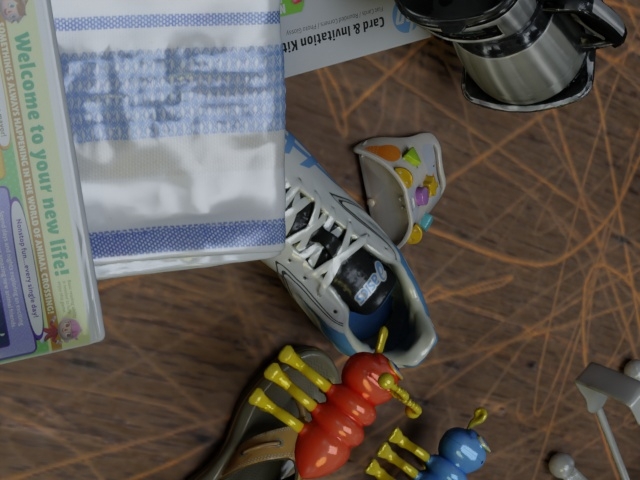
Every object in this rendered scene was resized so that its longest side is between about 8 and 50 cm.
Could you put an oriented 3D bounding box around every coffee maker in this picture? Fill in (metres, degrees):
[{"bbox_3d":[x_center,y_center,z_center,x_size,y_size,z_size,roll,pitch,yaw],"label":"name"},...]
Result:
[{"bbox_3d":[0.110,-0.186,0.891,0.178,0.120,0.171,33,37,-64],"label":"coffee maker"}]

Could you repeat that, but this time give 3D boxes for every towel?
[{"bbox_3d":[-0.118,-0.113,0.776,0.209,0.034,0.285,-6,105,-20],"label":"towel"}]

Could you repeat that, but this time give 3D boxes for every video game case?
[{"bbox_3d":[-0.224,-0.026,0.722,0.193,0.023,0.212,-12,108,-18],"label":"video game case"}]

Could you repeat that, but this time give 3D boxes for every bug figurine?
[{"bbox_3d":[0.022,0.179,0.921,0.216,0.072,0.279,-55,148,-4],"label":"bug figurine"}]

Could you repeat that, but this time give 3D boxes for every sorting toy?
[{"bbox_3d":[0.066,-0.040,0.976,0.075,0.045,0.083,-39,125,-47],"label":"sorting toy"}]

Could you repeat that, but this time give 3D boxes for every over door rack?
[{"bbox_3d":[0.292,0.106,1.124,0.239,0.108,0.324,-46,146,-19],"label":"over door rack"}]

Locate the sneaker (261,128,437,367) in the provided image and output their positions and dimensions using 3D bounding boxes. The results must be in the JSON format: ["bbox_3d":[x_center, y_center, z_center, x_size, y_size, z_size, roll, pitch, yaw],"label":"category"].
[{"bbox_3d":[0.000,0.000,0.900,0.085,0.086,0.237,-53,126,-13],"label":"sneaker"}]

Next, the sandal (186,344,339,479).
[{"bbox_3d":[-0.041,0.153,0.929,0.180,0.049,0.072,-51,127,-17],"label":"sandal"}]

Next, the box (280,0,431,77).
[{"bbox_3d":[-0.002,-0.206,0.874,0.145,0.038,0.186,-20,114,-33],"label":"box"}]
